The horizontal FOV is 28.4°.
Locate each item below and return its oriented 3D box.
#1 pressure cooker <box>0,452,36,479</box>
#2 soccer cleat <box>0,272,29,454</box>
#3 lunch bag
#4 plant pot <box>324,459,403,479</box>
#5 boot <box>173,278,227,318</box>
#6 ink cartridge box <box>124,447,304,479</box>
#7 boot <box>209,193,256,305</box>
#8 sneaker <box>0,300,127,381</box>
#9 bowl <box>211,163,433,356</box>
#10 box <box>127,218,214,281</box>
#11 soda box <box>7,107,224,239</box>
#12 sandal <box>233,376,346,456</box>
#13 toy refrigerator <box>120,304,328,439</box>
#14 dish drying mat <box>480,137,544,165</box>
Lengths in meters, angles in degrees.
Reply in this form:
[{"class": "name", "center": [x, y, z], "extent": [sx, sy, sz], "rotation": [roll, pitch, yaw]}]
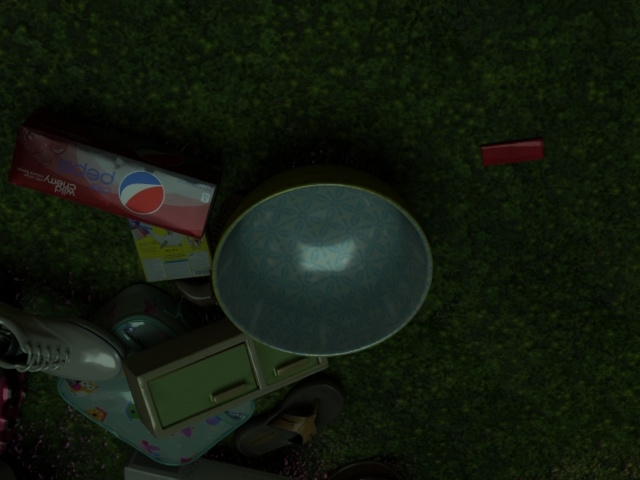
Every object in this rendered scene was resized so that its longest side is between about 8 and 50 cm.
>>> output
[{"class": "pressure cooker", "center": [-0.575, 0.532, 1.996], "extent": [0.369, 0.375, 0.420], "rotation": [-20, 126, -4]}, {"class": "soccer cleat", "center": [-0.518, 0.175, 1.882], "extent": [0.143, 0.116, 0.331], "rotation": [10, 122, 4]}, {"class": "lunch bag", "center": [-0.243, 0.203, 1.893], "extent": [0.224, 0.108, 0.279], "rotation": [-36, 119, 25]}, {"class": "plant pot", "center": [0.090, 0.474, 2.078], "extent": [0.167, 0.167, 0.165], "rotation": [-18, 134, 14]}, {"class": "boot", "center": [-0.142, 0.065, 1.834], "extent": [0.118, 0.042, 0.087], "rotation": [33, 114, -24]}, {"class": "ink cartridge box", "center": [-0.171, 0.469, 2.074], "extent": [0.296, 0.066, 0.261], "rotation": [11, 129, 8]}, {"class": "boot", "center": [-0.107, 0.011, 1.773], "extent": [0.084, 0.059, 0.158], "rotation": [-3, 106, -41]}, {"class": "sneaker", "center": [-0.396, 0.151, 1.747], "extent": [0.258, 0.091, 0.094], "rotation": [17, 113, -12]}, {"class": "bowl", "center": [0.000, 0.000, 1.703], "extent": [0.289, 0.156, 0.289], "rotation": [-1, 127, -2]}, {"class": "box", "center": [-0.212, -0.027, 1.759], "extent": [0.105, 0.043, 0.179], "rotation": [-6, 129, 5]}, {"class": "soda box", "center": [-0.264, -0.088, 1.649], "extent": [0.263, 0.092, 0.083], "rotation": [17, 112, -3]}, {"class": "sandal", "center": [-0.049, 0.291, 1.989], "extent": [0.219, 0.060, 0.090], "rotation": [-31, 122, 22]}, {"class": "toy refrigerator", "center": [-0.132, 0.175, 1.785], "extent": [0.269, 0.094, 0.102], "rotation": [-21, 109, -19]}, {"class": "dish drying mat", "center": [0.259, -0.120, 1.705], "extent": [0.083, 0.008, 0.032], "rotation": [-6, 126, 6]}]
